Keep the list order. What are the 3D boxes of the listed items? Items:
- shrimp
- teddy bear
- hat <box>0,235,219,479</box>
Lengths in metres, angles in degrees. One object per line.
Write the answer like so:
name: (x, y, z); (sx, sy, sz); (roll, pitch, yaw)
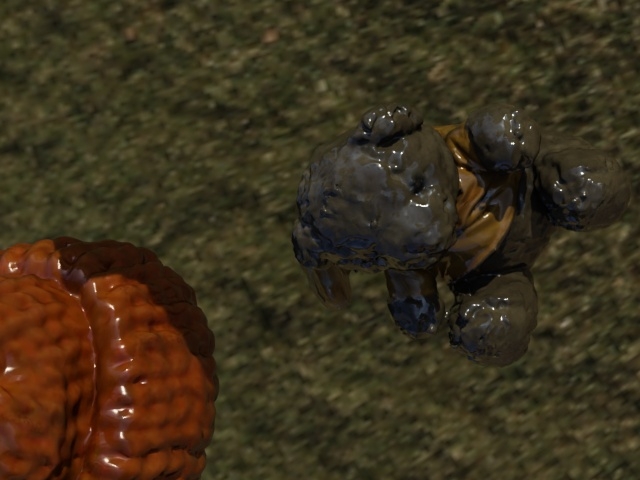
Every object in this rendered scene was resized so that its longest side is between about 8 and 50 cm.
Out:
shrimp: (-0.007, 0.003, 1.471); (0.045, 0.162, 0.095); (-34, 111, 6)
teddy bear: (0.076, -0.022, 1.112); (0.177, 0.190, 0.140); (-60, 37, 25)
hat: (-0.291, 0.128, 1.421); (0.285, 0.400, 0.285); (-8, 78, 40)
